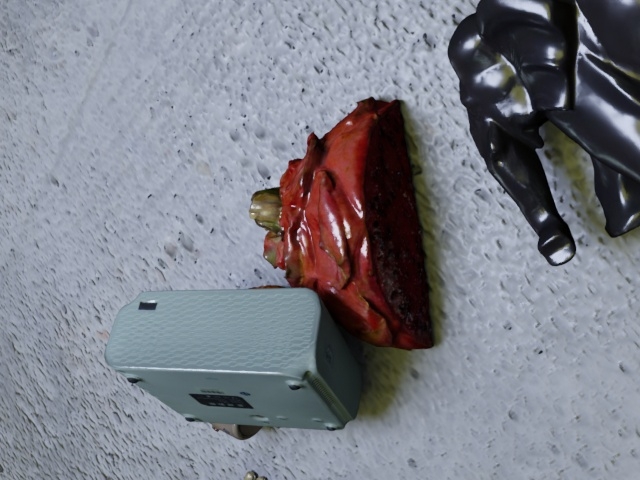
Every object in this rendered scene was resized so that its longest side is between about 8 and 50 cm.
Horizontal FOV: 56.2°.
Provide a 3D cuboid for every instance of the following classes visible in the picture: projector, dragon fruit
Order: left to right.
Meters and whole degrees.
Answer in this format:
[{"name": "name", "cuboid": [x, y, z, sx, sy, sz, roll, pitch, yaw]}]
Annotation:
[{"name": "projector", "cuboid": [-0.093, 0.150, 0.716, 0.251, 0.198, 0.108, -3, 56, 17]}, {"name": "dragon fruit", "cuboid": [0.000, 0.000, 0.711, 0.205, 0.152, 0.316, -8, 94, 33]}]

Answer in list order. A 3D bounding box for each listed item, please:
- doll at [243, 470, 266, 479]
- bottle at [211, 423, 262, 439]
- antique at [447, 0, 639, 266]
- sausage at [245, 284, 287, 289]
[{"name": "doll", "cuboid": [-0.105, 0.402, 0.912, 0.062, 0.051, 0.093, 10, 74, 33]}, {"name": "bottle", "cuboid": [-0.153, 0.221, 0.872, 0.152, 0.099, 0.098, 18, 106, 29]}, {"name": "antique", "cuboid": [0.270, -0.151, 0.505, 0.322, 0.185, 0.255, -40, 81, 36]}, {"name": "sausage", "cuboid": [-0.097, 0.108, 0.832, 0.179, 0.089, 0.089, -9, 93, 29]}]
